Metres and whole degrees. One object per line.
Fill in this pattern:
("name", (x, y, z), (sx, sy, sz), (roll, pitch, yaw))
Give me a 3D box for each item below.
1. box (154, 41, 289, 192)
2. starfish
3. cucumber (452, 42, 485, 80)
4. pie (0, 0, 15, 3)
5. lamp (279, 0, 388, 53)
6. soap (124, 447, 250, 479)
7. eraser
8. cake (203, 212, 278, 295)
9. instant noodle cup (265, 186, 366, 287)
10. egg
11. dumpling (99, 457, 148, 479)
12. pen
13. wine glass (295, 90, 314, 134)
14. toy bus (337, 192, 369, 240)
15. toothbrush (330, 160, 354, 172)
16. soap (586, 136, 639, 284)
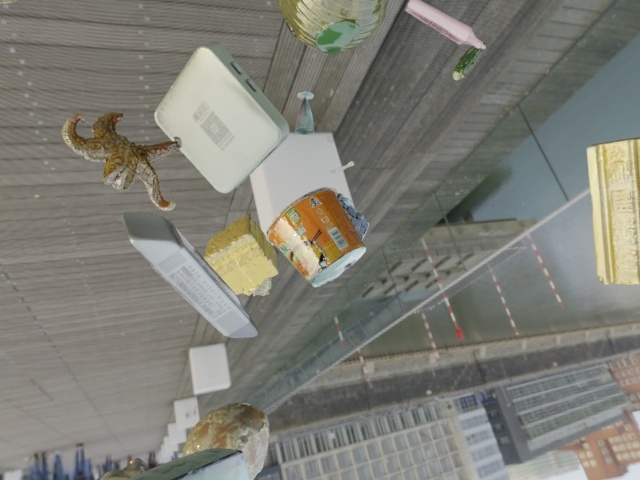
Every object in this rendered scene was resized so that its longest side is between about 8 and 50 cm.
("box", (-0.325, -0.383, 1.504), (0.367, 0.373, 0.090), (-35, -172, 37))
("starfish", (-0.460, -0.206, 1.140), (0.113, 0.312, 0.303), (-43, 178, 25))
("cucumber", (0.396, -0.488, 1.251), (0.107, 0.035, 0.067), (-57, -172, 5))
("pie", (-0.777, -0.611, 1.062), (0.195, 0.046, 0.195), (-30, 171, -5))
("lamp", (0.023, -0.544, 1.061), (0.251, 0.250, 0.284), (-7, 170, -17))
("soap", (-0.234, 0.406, 0.736), (0.145, 0.091, 0.231), (-19, 171, 42))
("eraser", (-0.210, 0.071, 0.807), (0.061, 0.089, 0.351), (-35, 137, -7))
("cake", (-0.295, 0.081, 1.893), (0.223, 0.227, 0.286), (-30, 115, 9))
("instant noodle cup", (0.000, 0.000, 1.227), (0.230, 0.182, 0.230), (-34, 164, -11))
("egg", (-0.232, 0.520, 1.168), (0.245, 0.203, 0.203), (-48, 156, -6))
("dumpling", (-0.357, 0.453, 0.824), (0.108, 0.127, 0.188), (24, 156, -11))
("pen", (0.275, -0.465, 1.011), (0.197, 0.032, 0.053), (26, -173, -6))
("wine glass", (-0.061, -0.483, 1.767), (0.074, 0.154, 0.073), (-1, 166, 0))
("toy bus", (0.071, -0.083, 1.808), (0.147, 0.128, 0.256), (19, 166, 37))
("toothbrush", (0.081, -0.277, 1.781), (0.022, 0.017, 0.204), (12, 174, -20))
("soap", (0.520, -0.046, 0.800), (0.037, 0.251, 0.092), (-17, -169, -40))
